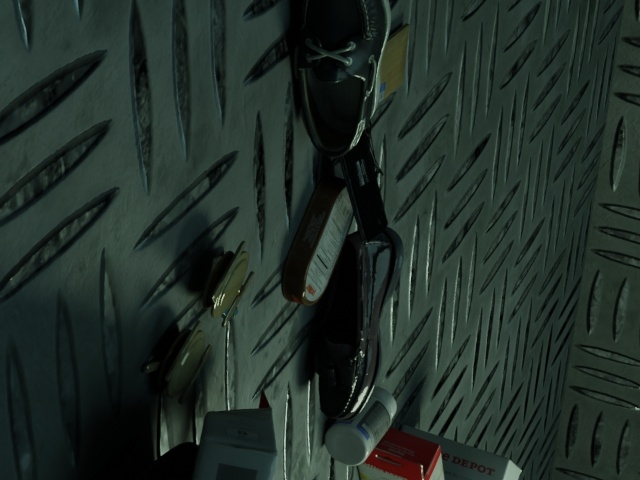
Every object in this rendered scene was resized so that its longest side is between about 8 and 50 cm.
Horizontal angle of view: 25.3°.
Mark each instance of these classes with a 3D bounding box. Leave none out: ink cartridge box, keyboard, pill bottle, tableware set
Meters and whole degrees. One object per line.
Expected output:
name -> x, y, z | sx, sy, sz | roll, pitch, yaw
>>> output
ink cartridge box -> 0.216, 0.527, 2.669 | 0.307, 0.223, 0.129 | -70, 159, -11
keyboard -> 0.048, -0.095, 1.981 | 0.100, 0.038, 0.192 | -32, 113, -53
pill bottle -> 0.068, 0.299, 2.320 | 0.137, 0.078, 0.078 | -44, 145, -53
tableware set -> -0.143, 0.092, 1.672 | 0.194, 0.039, 0.128 | -61, 169, -16
ink cartridge box -> 0.141, 0.401, 2.506 | 0.078, 0.134, 0.231 | -60, 156, -31
ink cartridge box -> -0.123, 0.343, 1.652 | 0.385, 0.091, 0.308 | -135, -124, -84

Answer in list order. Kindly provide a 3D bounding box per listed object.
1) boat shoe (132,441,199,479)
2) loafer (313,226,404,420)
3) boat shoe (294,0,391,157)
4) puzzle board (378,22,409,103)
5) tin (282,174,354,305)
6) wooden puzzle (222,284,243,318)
boat shoe -> -0.203, 0.318, 1.607 | 0.285, 0.103, 0.092 | -42, 138, -62
loafer -> 0.036, 0.122, 2.093 | 0.095, 0.109, 0.302 | 0, 109, -48
boat shoe -> 0.024, -0.224, 1.758 | 0.302, 0.114, 0.091 | 79, 28, -50
puzzle board -> 0.096, -0.252, 2.072 | 0.128, 0.011, 0.096 | -44, 146, -52
tin -> 0.000, 0.000, 1.979 | 0.189, 0.040, 0.106 | -68, 155, -15
wooden puzzle -> -0.112, 0.070, 1.778 | 0.083, 0.006, 0.049 | 66, 44, -60
